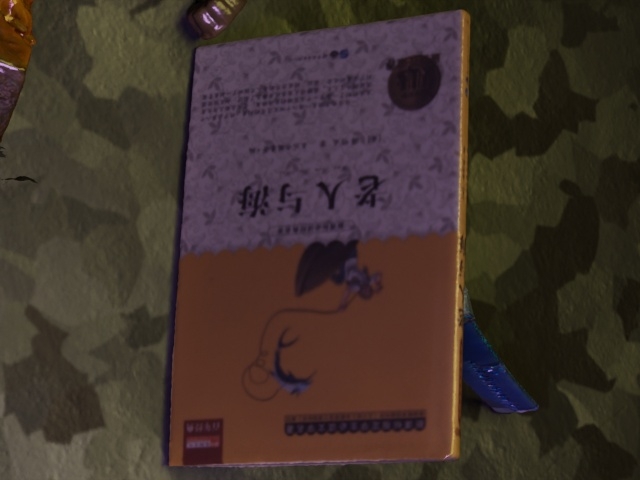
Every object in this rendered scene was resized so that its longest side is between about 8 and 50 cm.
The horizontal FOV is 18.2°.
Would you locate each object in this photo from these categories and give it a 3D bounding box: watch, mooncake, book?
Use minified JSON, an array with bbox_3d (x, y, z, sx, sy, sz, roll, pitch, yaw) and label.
[{"bbox_3d":[0.120,0.052,1.820,0.274,0.068,0.276,-25,96,-79],"label":"watch"},{"bbox_3d":[-0.181,-0.127,1.697,0.057,0.150,0.347,52,34,-4],"label":"mooncake"},{"bbox_3d":[0.000,0.000,1.697,0.032,0.269,0.389,29,59,-60],"label":"book"}]

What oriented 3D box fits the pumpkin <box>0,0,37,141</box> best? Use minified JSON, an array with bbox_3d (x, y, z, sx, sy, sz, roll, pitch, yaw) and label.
[{"bbox_3d":[-0.279,-0.196,1.580,0.126,0.131,0.248,17,47,-10],"label":"pumpkin"}]
